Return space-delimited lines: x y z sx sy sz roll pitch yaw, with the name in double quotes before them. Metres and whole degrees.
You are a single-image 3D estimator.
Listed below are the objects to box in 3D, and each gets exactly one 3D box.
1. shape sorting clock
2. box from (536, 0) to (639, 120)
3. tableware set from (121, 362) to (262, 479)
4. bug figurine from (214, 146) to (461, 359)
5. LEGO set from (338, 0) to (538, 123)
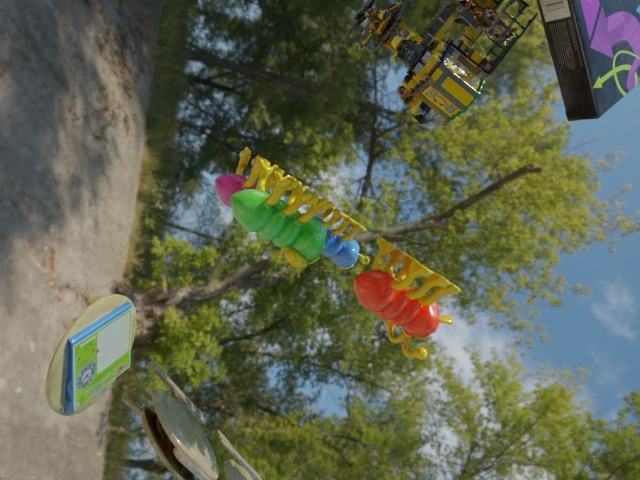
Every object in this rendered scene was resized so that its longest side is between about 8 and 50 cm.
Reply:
"shape sorting clock" -0.371 0.185 0.894 0.206 0.040 0.206 15 90 -76
"box" 0.219 -0.176 0.389 0.029 0.162 0.116 14 -43 57
"tableware set" -0.095 0.203 0.463 0.039 0.194 0.128 -36 -150 -9
"bug figurine" 0.000 0.000 0.518 0.072 0.216 0.279 -56 -158 3
"LEGO set" 0.142 -0.311 0.591 0.331 0.192 0.255 -49 -165 28
